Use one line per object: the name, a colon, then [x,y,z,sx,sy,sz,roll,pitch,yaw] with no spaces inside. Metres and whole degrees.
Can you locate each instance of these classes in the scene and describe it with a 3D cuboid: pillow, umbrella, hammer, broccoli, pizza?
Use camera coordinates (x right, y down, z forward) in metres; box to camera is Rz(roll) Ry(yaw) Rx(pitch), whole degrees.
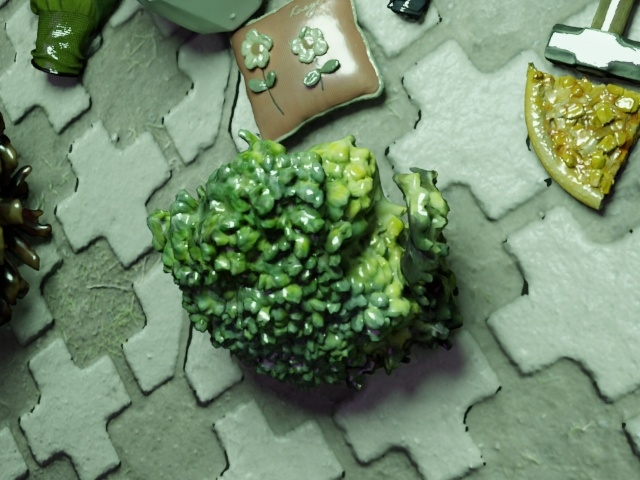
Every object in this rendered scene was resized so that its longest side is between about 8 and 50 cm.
pillow: [-0.024,-0.224,0.991,0.179,0.075,0.171,-22,80,22]
umbrella: [0.132,-0.350,0.934,0.046,0.050,0.188,23,100,1]
hammer: [0.350,-0.348,0.837,0.111,0.043,0.365,22,98,24]
broccoli: [-0.008,0.021,0.865,0.334,0.324,0.272,33,81,-19]
pizza: [0.290,-0.122,0.863,0.131,0.041,0.178,-13,84,23]

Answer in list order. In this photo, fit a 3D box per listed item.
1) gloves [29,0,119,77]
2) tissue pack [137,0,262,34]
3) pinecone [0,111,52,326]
gloves: [-0.343,-0.363,1.132,0.135,0.107,0.268,16,95,-7]
tissue pack: [-0.125,-0.437,0.953,0.333,0.229,0.236,-44,70,19]
pinecone: [-0.552,-0.020,1.087,0.398,0.398,0.397,0,90,25]
